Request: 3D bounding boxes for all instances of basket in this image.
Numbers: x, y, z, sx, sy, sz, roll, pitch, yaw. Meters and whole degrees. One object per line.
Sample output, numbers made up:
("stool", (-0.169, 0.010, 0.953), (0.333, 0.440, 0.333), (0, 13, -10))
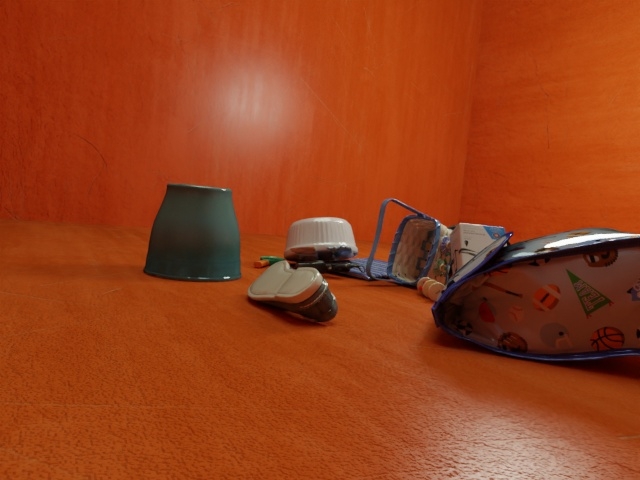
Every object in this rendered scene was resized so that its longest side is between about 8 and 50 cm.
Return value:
("basket", (0.288, 0.021, 1.572), (0.289, 0.254, 0.201), (15, -2, -25))

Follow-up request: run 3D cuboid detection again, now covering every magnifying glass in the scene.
("magnifying glass", (-0.189, 0.076, 1.764), (0.092, 0.026, 0.231), (6, 5, 10))

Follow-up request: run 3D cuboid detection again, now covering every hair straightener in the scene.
("hair straightener", (0.033, 0.094, 1.589), (0.231, 0.047, 0.089), (3, 5, -6))

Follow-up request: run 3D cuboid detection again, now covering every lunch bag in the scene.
("lunch bag", (0.423, 0.093, 0.960), (0.386, 0.238, 0.328), (-10, -1, 20))

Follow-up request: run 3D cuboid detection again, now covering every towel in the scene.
("towel", (0.171, 0.108, 1.793), (0.243, 0.040, 0.336), (11, 8, 39))

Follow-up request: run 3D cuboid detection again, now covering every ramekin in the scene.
("ramekin", (0.000, 0.000, 1.814), (0.273, 0.127, 0.273), (-3, -12, -1))

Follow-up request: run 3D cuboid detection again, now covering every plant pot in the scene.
("plant pot", (-0.350, -0.030, 1.402), (0.272, 0.255, 0.271), (6, 4, 0))

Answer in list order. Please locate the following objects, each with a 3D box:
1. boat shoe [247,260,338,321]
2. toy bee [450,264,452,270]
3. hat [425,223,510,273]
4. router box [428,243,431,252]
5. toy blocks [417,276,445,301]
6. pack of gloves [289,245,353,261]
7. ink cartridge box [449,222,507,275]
("boat shoe", (-0.066, 0.117, 1.067), (0.099, 0.116, 0.319), (49, -21, -18))
("toy bee", (0.579, 0.075, 1.613), (0.298, 0.162, 0.195), (38, -13, 42))
("hat", (0.511, 0.018, 1.800), (0.332, 0.133, 0.331), (-6, -27, -3))
("router box", (0.597, 0.059, 2.004), (0.309, 0.080, 0.243), (7, -22, 20))
("toy blocks", (0.342, 0.137, 1.398), (0.124, 0.054, 0.148), (4, 4, -6))
("pack of gloves", (0.012, 0.059, 1.675), (0.195, 0.046, 0.232), (-5, -12, 6))
("ink cartridge box", (0.474, 0.062, 1.464), (0.148, 0.203, 0.086), (5, -26, -7))
